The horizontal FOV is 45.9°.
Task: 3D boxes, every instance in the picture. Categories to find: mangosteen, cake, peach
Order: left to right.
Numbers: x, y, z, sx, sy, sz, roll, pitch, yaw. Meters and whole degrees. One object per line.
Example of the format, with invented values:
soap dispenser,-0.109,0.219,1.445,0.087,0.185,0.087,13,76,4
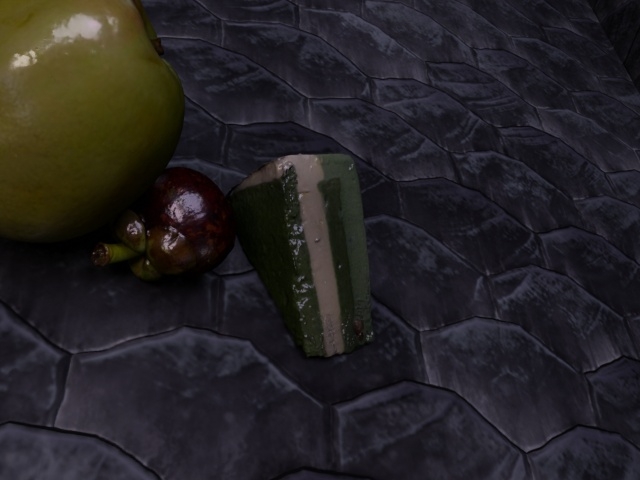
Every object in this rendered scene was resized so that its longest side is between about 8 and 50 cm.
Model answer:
peach,-0.308,-0.149,0.874,0.315,0.314,0.281,-37,77,-12
mangosteen,-0.196,-0.003,0.979,0.181,0.156,0.146,-53,123,-21
cake,0.002,0.006,1.073,0.158,0.172,0.284,-7,58,-37
